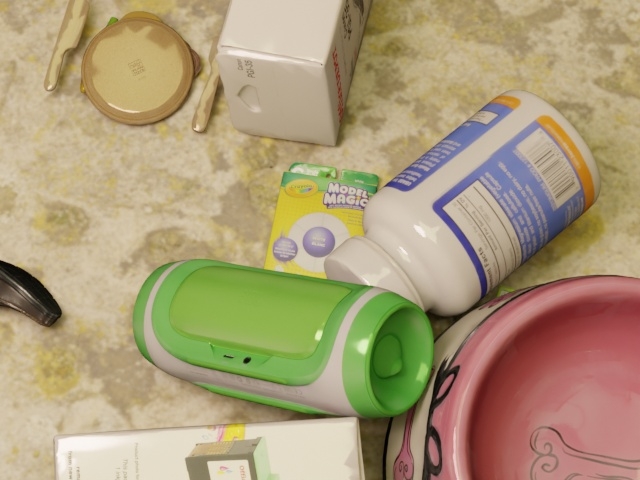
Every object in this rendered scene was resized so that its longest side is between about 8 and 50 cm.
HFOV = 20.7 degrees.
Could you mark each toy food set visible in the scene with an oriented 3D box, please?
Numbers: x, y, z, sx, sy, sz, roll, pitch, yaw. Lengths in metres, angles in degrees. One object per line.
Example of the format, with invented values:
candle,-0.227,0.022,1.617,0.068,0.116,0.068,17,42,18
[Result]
toy food set,-0.199,-0.188,1.930,0.192,0.038,0.132,17,77,3

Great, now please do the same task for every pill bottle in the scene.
pill bottle,0.139,-0.019,1.775,0.272,0.152,0.152,-38,72,-17

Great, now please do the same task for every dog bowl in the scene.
dog bowl,0.271,0.215,1.653,0.408,0.150,0.408,3,71,-8

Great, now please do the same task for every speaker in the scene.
speaker,-0.040,0.092,1.698,0.296,0.131,0.131,9,65,38

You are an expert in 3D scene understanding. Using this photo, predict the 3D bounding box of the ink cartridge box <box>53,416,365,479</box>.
ink cartridge box,-0.101,0.234,1.648,0.278,0.201,0.117,-3,81,-3

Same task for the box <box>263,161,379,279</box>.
box,0.000,0.000,1.842,0.105,0.043,0.179,9,67,5

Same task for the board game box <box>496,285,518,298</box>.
board game box,0.201,0.145,1.776,0.092,0.043,0.181,15,70,7

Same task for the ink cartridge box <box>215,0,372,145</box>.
ink cartridge box,-0.012,-0.269,1.859,0.117,0.207,0.283,11,70,8

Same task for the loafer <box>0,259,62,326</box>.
loafer,-0.346,0.048,1.832,0.170,0.062,0.061,33,95,17
